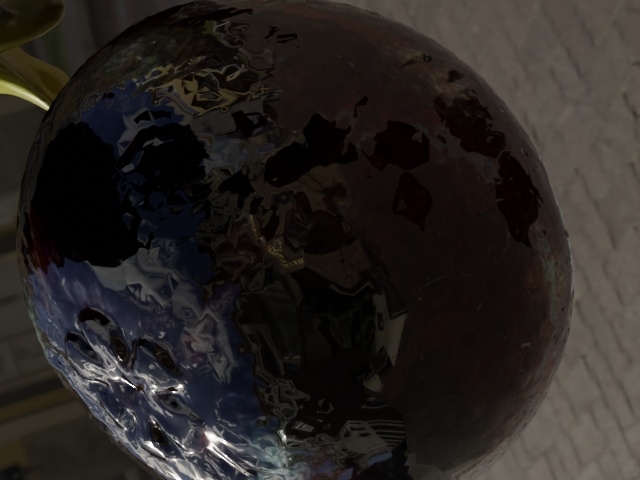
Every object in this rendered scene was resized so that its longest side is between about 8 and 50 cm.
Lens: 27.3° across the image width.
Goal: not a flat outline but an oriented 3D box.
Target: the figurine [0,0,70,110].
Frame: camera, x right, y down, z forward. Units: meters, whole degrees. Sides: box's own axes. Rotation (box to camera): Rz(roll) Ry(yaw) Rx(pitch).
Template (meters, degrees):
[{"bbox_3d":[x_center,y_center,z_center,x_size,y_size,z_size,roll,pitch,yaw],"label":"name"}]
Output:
[{"bbox_3d":[-0.186,-0.201,0.738,0.154,0.193,0.421,49,135,50],"label":"figurine"}]

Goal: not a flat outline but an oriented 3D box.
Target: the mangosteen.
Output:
[{"bbox_3d":[0.001,0.005,0.514,0.216,0.216,0.216,163,90,-75],"label":"mangosteen"}]
